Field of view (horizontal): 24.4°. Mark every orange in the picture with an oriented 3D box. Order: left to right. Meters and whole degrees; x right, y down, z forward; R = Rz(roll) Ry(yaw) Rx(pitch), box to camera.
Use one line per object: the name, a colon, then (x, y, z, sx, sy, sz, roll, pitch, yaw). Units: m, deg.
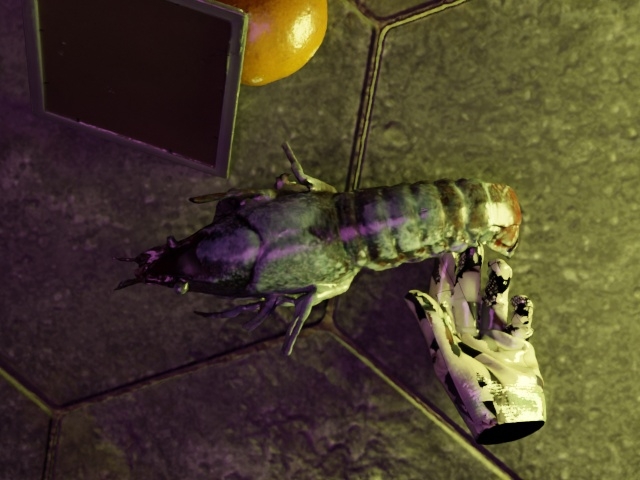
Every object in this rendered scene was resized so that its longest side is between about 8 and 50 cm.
orange: (-0.069, -0.229, 1.508, 0.156, 0.124, 0.156, -2, 61, 4)

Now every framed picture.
framed picture: (-0.189, -0.178, 1.493, 0.232, 0.296, 0.019, 19, 60, 2)

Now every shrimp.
shrimp: (-0.004, 0.000, 1.515, 0.410, 0.166, 0.221, -13, 76, 13)

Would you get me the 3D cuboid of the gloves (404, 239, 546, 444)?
gloves: (0.165, 0.104, 1.571, 0.127, 0.111, 0.212, -15, 63, -3)
